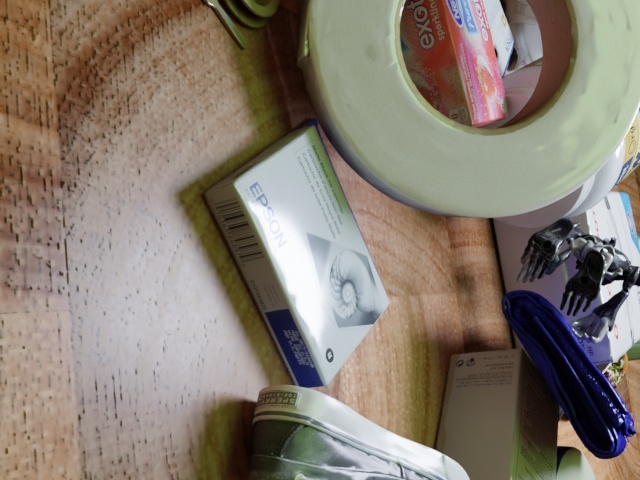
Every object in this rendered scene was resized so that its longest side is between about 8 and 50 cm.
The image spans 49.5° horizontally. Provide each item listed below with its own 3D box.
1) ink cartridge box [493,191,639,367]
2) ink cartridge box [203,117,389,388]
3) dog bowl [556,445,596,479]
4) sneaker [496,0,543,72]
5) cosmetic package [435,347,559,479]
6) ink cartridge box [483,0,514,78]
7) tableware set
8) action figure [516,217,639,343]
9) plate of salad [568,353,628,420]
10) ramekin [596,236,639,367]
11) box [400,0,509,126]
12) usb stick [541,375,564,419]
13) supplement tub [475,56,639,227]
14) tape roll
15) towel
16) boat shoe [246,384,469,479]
[{"bbox_3d":[0.487,0.061,1.306,0.395,0.166,0.285,-4,83,-56],"label":"ink cartridge box"},{"bbox_3d":[0.000,0.000,0.726,0.224,0.045,0.223,-46,118,-51],"label":"ink cartridge box"},{"bbox_3d":[0.339,0.441,1.031,0.265,0.104,0.265,22,62,-51],"label":"dog bowl"},{"bbox_3d":[0.398,-0.428,1.386,0.114,0.152,0.305,42,24,-31],"label":"sneaker"},{"bbox_3d":[0.228,0.315,0.903,0.160,0.113,0.309,51,43,-34],"label":"cosmetic package"},{"bbox_3d":[0.217,-0.394,1.142,0.330,0.071,0.324,61,37,-29],"label":"ink cartridge box"},{"bbox_3d":[-0.096,-0.300,0.683,0.194,0.039,0.128,49,43,-35],"label":"tableware set"},{"bbox_3d":[0.366,0.049,0.989,0.164,0.141,0.275,45,19,28],"label":"action figure"},{"bbox_3d":[0.551,0.278,1.347,0.200,0.048,0.200,-37,151,-25],"label":"plate of salad"},{"bbox_3d":[0.690,0.135,1.595,0.303,0.148,0.303,22,63,-51],"label":"ramekin"},{"bbox_3d":[0.117,-0.278,0.888,0.142,0.154,0.300,-22,100,-54],"label":"box"},{"bbox_3d":[0.398,0.262,1.197,0.278,0.077,0.045,-25,90,-55],"label":"usb stick"},{"bbox_3d":[0.367,-0.166,1.046,0.316,0.228,0.228,-32,107,-41],"label":"supplement tub"},{"bbox_3d":[0.169,-0.216,0.761,0.072,0.392,0.392,-163,-123,-80],"label":"tape roll"},{"bbox_3d":[0.355,0.189,0.961,0.228,0.076,0.308,64,13,26],"label":"towel"},{"bbox_3d":[0.045,0.238,0.667,0.301,0.108,0.102,40,49,-39],"label":"boat shoe"}]
